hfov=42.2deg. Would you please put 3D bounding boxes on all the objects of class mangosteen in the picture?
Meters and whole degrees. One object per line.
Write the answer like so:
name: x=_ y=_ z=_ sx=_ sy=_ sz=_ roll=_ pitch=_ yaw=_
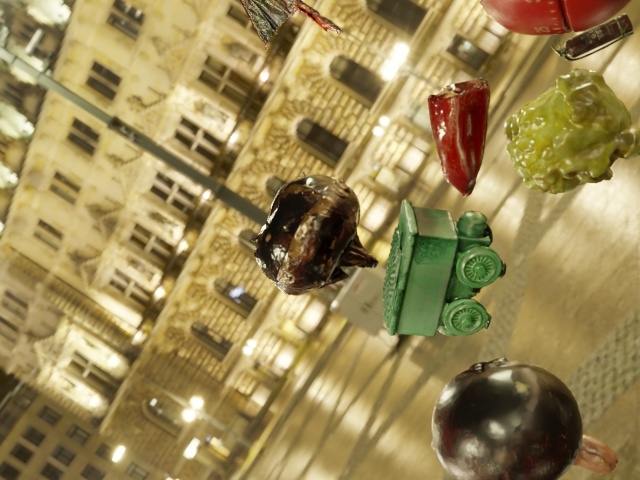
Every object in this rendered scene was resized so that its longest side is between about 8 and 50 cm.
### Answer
mangosteen: x=0.285 y=0.311 z=1.247 sx=0.228 sy=0.265 sz=0.228 roll=-14 pitch=-5 yaw=-1

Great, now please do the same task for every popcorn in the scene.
popcorn: x=0.526 y=-0.215 z=1.748 sx=0.250 sy=0.242 sz=0.235 roll=-32 pitch=-3 yaw=33

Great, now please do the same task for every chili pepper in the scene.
chili pepper: x=0.297 y=-0.209 z=1.747 sx=0.144 sy=0.136 sz=0.253 roll=-92 pitch=-4 yaw=-72

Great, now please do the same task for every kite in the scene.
kite: x=-0.052 y=-0.299 z=0.996 sx=0.232 sy=0.189 sz=0.009 roll=-26 pitch=37 yaw=62

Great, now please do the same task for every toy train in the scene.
toy train: x=0.230 y=0.063 z=1.563 sx=0.145 sy=0.202 sz=0.266 roll=-90 pitch=7 yaw=-60

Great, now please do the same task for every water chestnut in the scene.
water chestnut: x=0.000 y=0.000 z=1.924 sx=0.300 sy=0.300 sz=0.300 roll=-57 pitch=-2 yaw=-3

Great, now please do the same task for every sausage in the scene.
sausage: x=0.338 y=0.345 z=1.387 sx=0.078 sy=0.304 sz=0.078 roll=0 pitch=-90 yaw=-79

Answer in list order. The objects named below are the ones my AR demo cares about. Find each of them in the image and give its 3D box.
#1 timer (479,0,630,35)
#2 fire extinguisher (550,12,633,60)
timer: x=0.370 y=-0.511 z=1.281 sx=0.378 sy=0.279 sz=0.378 roll=0 pitch=-90 yaw=-65
fire extinguisher: x=0.564 y=-0.417 z=1.719 sx=0.158 sy=0.064 sz=0.043 roll=-24 pitch=-22 yaw=16
